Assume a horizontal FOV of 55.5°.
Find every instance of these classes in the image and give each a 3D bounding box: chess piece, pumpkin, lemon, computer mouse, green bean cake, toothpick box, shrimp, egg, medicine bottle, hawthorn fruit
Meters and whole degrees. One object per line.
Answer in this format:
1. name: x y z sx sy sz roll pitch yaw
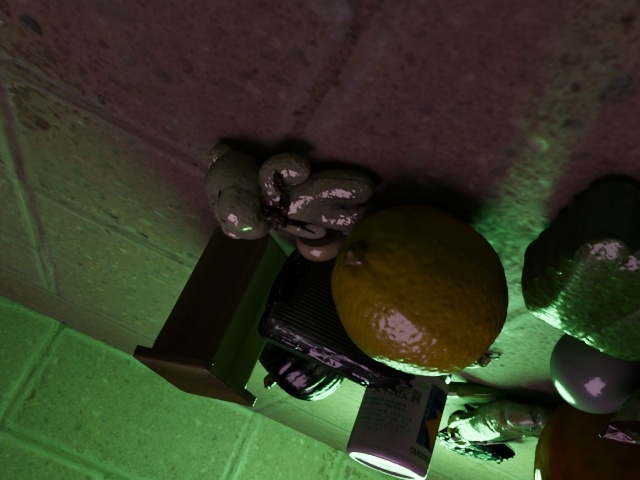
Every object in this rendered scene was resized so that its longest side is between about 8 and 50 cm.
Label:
1. chess piece: 0.000 0.000 1.052 0.084 0.083 0.038 12 131 22
2. pumpkin: -0.059 0.286 1.497 0.250 0.216 0.250 50 174 7
3. lemon: 0.145 0.073 0.900 0.267 0.267 0.267 18 153 10
4. computer mouse: 0.461 0.595 1.801 0.242 0.077 0.146 20 154 -1
5. green bean cake: 0.396 0.049 0.794 0.222 0.125 0.248 25 151 0
6. toothpick box: -0.189 0.144 1.217 0.190 0.308 0.187 4 148 32
7. shrimp: 0.470 0.467 1.546 0.221 0.110 0.446 15 156 -21
8. egg: 0.462 0.215 1.019 0.146 0.146 0.198 14 163 17
9. medicine bottle: 0.183 0.353 1.330 0.178 0.290 0.178 19 154 10
10. hawthorn fruit: 0.610 0.502 1.121 0.472 0.471 0.472 18 153 10

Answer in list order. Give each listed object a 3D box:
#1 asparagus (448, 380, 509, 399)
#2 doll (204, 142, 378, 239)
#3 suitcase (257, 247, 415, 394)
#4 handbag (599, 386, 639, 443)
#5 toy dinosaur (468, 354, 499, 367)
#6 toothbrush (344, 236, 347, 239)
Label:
1. asparagus: 0.372 0.370 1.501 0.178 0.041 0.045 0 -178 14
2. doll: -0.050 -0.058 0.944 0.278 0.149 0.175 2 116 13
3. suitcase: 0.046 0.153 1.168 0.312 0.202 0.128 26 153 -8
4. handbag: 0.550 0.217 0.872 0.127 0.235 0.213 60 153 12
5. toy dinosaur: 0.347 0.268 1.338 0.041 0.026 0.113 17 149 -27
6. toothbrush: 0.002 -0.007 1.109 0.288 0.021 0.024 15 163 16
